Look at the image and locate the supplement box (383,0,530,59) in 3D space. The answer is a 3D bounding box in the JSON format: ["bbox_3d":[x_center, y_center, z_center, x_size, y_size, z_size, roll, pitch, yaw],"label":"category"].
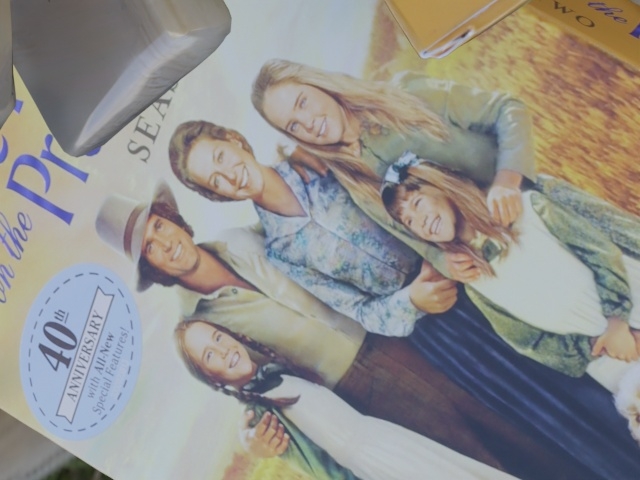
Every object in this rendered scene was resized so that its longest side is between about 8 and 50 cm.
[{"bbox_3d":[0.009,-0.178,0.615,0.078,0.080,0.233,-33,90,25],"label":"supplement box"}]

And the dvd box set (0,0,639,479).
[{"bbox_3d":[0.000,0.000,0.785,0.420,0.062,0.307,31,122,9],"label":"dvd box set"}]

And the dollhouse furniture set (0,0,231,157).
[{"bbox_3d":[-0.232,-0.071,0.350,0.394,0.362,0.256,-34,86,51],"label":"dollhouse furniture set"}]
